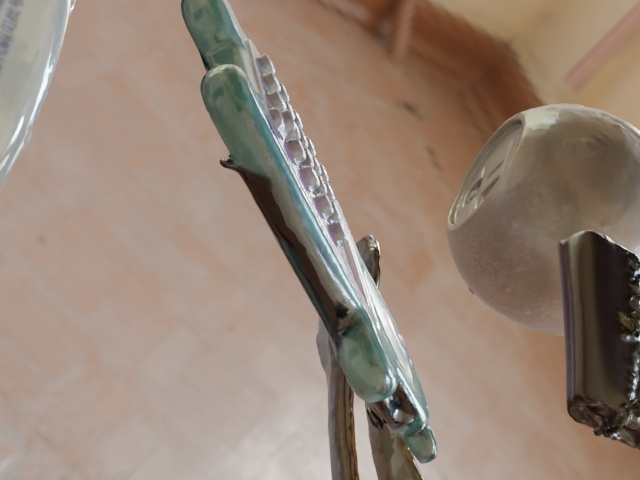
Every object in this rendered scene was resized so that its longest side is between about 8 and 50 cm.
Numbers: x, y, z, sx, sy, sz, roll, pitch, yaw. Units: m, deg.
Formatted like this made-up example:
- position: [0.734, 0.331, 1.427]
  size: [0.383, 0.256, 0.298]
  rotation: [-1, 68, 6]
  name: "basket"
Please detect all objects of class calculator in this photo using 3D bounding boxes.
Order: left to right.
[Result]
- position: [0.000, 0.000, 0.479]
  size: [0.094, 0.019, 0.141]
  rotation: [-107, 171, -57]
  name: "calculator"

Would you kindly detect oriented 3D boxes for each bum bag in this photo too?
- position: [0.177, 0.063, 0.824]
  size: [0.159, 0.026, 0.109]
  rotation: [23, 42, -20]
  name: "bum bag"

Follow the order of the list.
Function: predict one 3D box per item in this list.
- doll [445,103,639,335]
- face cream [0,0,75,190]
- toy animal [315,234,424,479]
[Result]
- position: [0.220, 0.030, 1.127]
  size: [0.287, 0.151, 0.151]
  rotation: [32, 25, -9]
  name: "doll"
- position: [-0.181, -0.067, 0.682]
  size: [0.111, 0.206, 0.206]
  rotation: [24, 30, -31]
  name: "face cream"
- position: [0.106, 0.148, 0.563]
  size: [0.284, 0.225, 0.302]
  rotation: [26, 35, -4]
  name: "toy animal"
